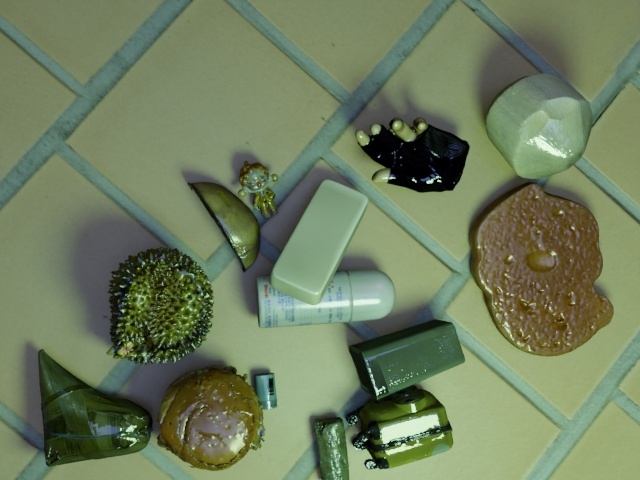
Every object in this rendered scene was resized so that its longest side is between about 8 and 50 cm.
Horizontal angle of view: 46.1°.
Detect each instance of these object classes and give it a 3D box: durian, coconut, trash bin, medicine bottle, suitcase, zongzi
[{"bbox_3d":[-0.374,0.157,1.746,0.258,0.258,0.292,8,97,-8],"label":"durian"},{"bbox_3d":[0.548,-0.274,1.855,0.238,0.237,0.265,-19,52,-8],"label":"coconut"},{"bbox_3d":[0.211,0.284,1.855,0.241,0.164,0.122,-18,91,-11],"label":"trash bin"},{"bbox_3d":[0.015,0.139,1.843,0.341,0.130,0.130,-4,89,-7],"label":"medicine bottle"},{"bbox_3d":[0.194,0.447,1.826,0.235,0.194,0.143,-14,93,-7],"label":"suitcase"},{"bbox_3d":[-0.528,0.374,1.767,0.251,0.125,0.274,-7,83,-7],"label":"zongzi"}]

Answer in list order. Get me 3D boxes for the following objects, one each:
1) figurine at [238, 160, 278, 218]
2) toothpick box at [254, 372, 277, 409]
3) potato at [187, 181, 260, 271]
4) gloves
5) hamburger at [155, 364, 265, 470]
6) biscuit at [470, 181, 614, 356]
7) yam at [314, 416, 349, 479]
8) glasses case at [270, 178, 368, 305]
[{"bbox_3d":[-0.147,-0.129,1.866,0.143,0.068,0.101,41,87,-17],"label":"figurine"},{"bbox_3d":[-0.135,0.371,1.855,0.052,0.052,0.083,-5,88,-8],"label":"toothpick box"},{"bbox_3d":[-0.209,-0.059,1.829,0.100,0.120,0.261,-33,93,-14],"label":"potato"},{"bbox_3d":[0.220,-0.213,1.869,0.301,0.152,0.197,23,78,-31],"label":"gloves"},{"bbox_3d":[-0.249,0.413,1.766,0.261,0.211,0.245,30,79,-1],"label":"hamburger"},{"bbox_3d":[0.565,0.075,1.952,0.350,0.078,0.455,-10,90,-11],"label":"biscuit"},{"bbox_3d":[0.029,0.527,1.863,0.078,0.078,0.179,-6,92,-8],"label":"yam"},{"bbox_3d":[0.000,0.000,1.808,0.131,0.070,0.312,23,60,7],"label":"glasses case"}]
